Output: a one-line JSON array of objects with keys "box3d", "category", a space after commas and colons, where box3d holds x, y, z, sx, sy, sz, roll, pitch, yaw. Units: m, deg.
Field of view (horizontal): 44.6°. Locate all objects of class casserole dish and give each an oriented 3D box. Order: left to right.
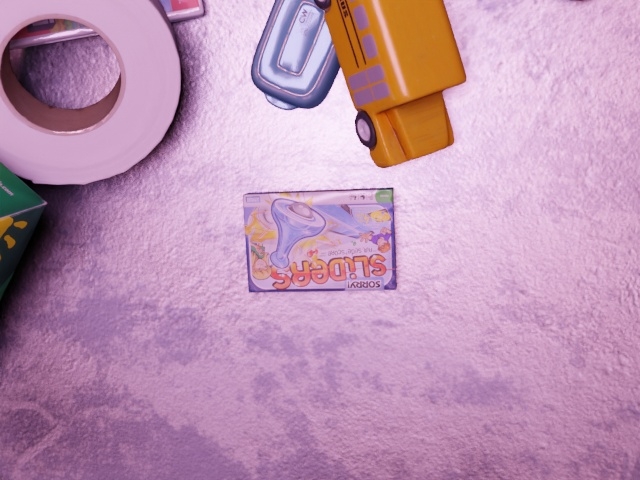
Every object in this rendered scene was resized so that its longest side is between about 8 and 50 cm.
[{"box3d": [-0.023, -0.261, 1.013, 0.114, 0.037, 0.188, 24, 100, 3], "category": "casserole dish"}]

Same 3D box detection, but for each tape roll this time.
[{"box3d": [-0.318, -0.214, 0.968, 0.286, 0.100, 0.286, -6, 119, -11], "category": "tape roll"}]

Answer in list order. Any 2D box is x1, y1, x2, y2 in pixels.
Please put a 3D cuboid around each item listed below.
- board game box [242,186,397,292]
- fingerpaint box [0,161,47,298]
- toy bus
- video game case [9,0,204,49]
[{"box3d": [0.000, 0.000, 1.049, 0.201, 0.035, 0.136, -2, 98, 8], "category": "board game box"}, {"box3d": [-0.599, -0.030, 0.946, 0.445, 0.163, 0.371, 39, 117, 8], "category": "fingerpaint box"}, {"box3d": [0.079, -0.260, 0.931, 0.108, 0.130, 0.332, -22, 98, -22], "category": "toy bus"}, {"box3d": [-0.310, -0.367, 1.002, 0.285, 0.025, 0.204, -12, 97, -7], "category": "video game case"}]
